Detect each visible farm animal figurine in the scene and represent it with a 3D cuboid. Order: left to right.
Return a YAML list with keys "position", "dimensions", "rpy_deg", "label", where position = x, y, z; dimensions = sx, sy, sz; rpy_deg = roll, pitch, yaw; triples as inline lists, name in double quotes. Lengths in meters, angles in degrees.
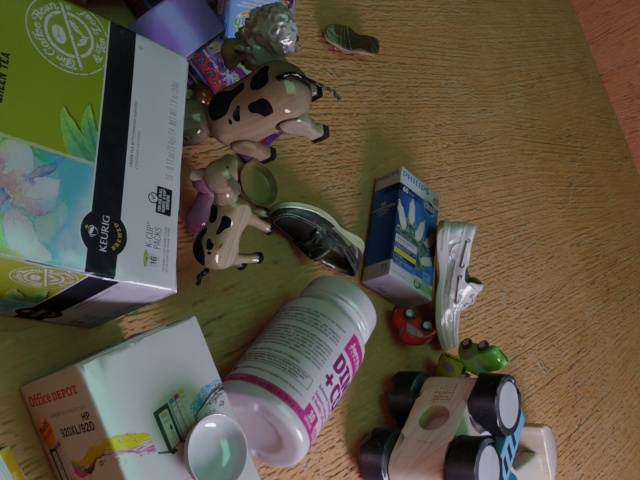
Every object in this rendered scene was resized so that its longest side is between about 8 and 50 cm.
- position: [-0.132, -0.148, 0.983]
  dimensions: [0.172, 0.327, 0.330]
  rpy_deg: [17, 43, -54]
  label: "farm animal figurine"

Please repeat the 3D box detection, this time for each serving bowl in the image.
- position: [-0.124, 0.242, 0.776]
  dimensions: [0.083, 0.027, 0.083]
  rpy_deg: [20, 60, -39]
  label: "serving bowl"

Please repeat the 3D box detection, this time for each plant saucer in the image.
- position: [-0.112, -0.097, 1.196]
  dimensions: [0.083, 0.015, 0.083]
  rpy_deg: [21, 59, -39]
  label: "plant saucer"

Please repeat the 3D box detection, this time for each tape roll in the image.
- position: [-0.240, -0.292, 1.019]
  dimensions: [0.080, 0.189, 0.189]
  rpy_deg: [52, 44, -15]
  label: "tape roll"

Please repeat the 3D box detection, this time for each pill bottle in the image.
- position: [-0.029, 0.189, 1.050]
  dimensions: [0.160, 0.160, 0.283]
  rpy_deg: [54, 44, -15]
  label: "pill bottle"

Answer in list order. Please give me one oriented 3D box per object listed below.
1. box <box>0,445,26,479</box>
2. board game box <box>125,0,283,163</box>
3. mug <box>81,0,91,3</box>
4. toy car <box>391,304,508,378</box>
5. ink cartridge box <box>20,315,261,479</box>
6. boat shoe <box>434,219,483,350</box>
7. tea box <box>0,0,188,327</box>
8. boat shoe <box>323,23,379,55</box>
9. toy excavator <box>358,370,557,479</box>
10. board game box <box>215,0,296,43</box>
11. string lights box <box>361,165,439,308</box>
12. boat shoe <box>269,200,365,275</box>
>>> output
- position: [-0.389, 0.297, 0.740]
  dimensions: [0.136, 0.028, 0.081]
  rpy_deg: [-29, 95, -45]
  label: "box"
- position: [-0.173, -0.331, 1.212]
  dimensions: [0.347, 0.056, 0.208]
  rpy_deg: [54, 48, -15]
  label: "board game box"
- position: [-0.298, -0.449, 1.043]
  dimensions: [0.169, 0.113, 0.150]
  rpy_deg: [-18, 71, -22]
  label: "mug"
- position: [0.256, 0.221, 1.298]
  dimensions: [0.239, 0.225, 0.053]
  rpy_deg: [48, 65, -21]
  label: "toy car"
- position: [-0.219, 0.238, 0.830]
  dimensions: [0.168, 0.171, 0.232]
  rpy_deg: [-21, 89, -48]
  label: "ink cartridge box"
- position: [0.286, 0.097, 1.397]
  dimensions: [0.098, 0.096, 0.277]
  rpy_deg: [-43, 133, -70]
  label: "boat shoe"
- position: [-0.352, -0.096, 0.799]
  dimensions: [0.323, 0.220, 0.329]
  rpy_deg: [16, 63, -40]
  label: "tea box"
- position: [0.062, -0.438, 1.502]
  dimensions: [0.153, 0.048, 0.056]
  rpy_deg: [-1, 86, -39]
  label: "boat shoe"
- position: [0.310, 0.424, 1.299]
  dimensions: [0.433, 0.222, 0.445]
  rpy_deg: [-53, 126, -44]
  label: "toy excavator"
- position: [-0.106, -0.447, 1.187]
  dimensions: [0.160, 0.039, 0.211]
  rpy_deg: [-11, 115, -47]
  label: "board game box"
- position: [0.168, -0.007, 1.397]
  dimensions: [0.133, 0.077, 0.259]
  rpy_deg: [32, 53, -33]
  label: "string lights box"
- position: [0.000, 0.001, 1.221]
  dimensions: [0.223, 0.080, 0.073]
  rpy_deg: [29, 49, -40]
  label: "boat shoe"
